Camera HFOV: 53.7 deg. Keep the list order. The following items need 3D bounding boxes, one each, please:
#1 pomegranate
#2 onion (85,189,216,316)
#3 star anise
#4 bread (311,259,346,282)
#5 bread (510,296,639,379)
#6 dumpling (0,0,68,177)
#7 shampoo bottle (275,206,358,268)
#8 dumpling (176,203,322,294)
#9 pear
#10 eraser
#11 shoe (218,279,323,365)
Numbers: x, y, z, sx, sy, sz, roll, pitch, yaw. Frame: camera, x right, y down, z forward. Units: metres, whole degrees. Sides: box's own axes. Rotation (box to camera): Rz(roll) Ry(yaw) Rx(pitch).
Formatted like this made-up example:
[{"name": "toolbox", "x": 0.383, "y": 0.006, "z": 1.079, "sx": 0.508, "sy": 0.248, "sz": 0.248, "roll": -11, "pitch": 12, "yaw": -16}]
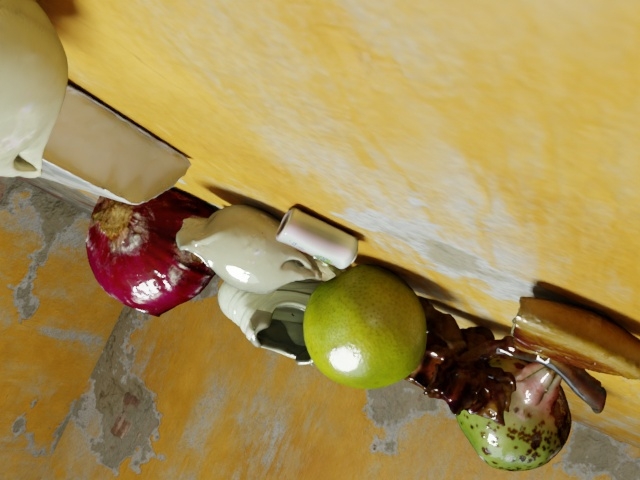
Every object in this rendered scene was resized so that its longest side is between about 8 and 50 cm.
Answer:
[{"name": "pomegranate", "x": 0.358, "y": 0.286, "z": 1.132, "sx": 0.214, "sy": 0.214, "sz": 0.248, "roll": 23, "pitch": 133, "yaw": 4}, {"name": "onion", "x": -0.268, "y": 0.024, "z": 1.064, "sx": 0.206, "sy": 0.206, "sz": 0.216, "roll": 19, "pitch": 171, "yaw": 30}, {"name": "star anise", "x": 0.248, "y": 0.191, "z": 0.961, "sx": 0.346, "sy": 0.148, "sz": 0.237, "roll": 14, "pitch": -171, "yaw": 35}, {"name": "bread", "x": -0.062, "y": 0.021, "z": 1.018, "sx": 0.214, "sy": 0.053, "sz": 0.073, "roll": 22, "pitch": 175, "yaw": 6}, {"name": "bread", "x": 0.233, "y": 0.086, "z": 0.626, "sx": 0.135, "sy": 0.054, "sz": 0.154, "roll": 28, "pitch": 165, "yaw": -36}, {"name": "dumpling", "x": -0.253, "y": -0.136, "z": 0.393, "sx": 0.179, "sy": 0.131, "sz": 0.252, "roll": 47, "pitch": 163, "yaw": 5}, {"name": "shampoo bottle", "x": 0.000, "y": 0.000, "z": 0.755, "sx": 0.099, "sy": 0.043, "sz": 0.072, "roll": 26, "pitch": 171, "yaw": -10}, {"name": "dumpling", "x": -0.093, "y": 0.004, "z": 0.871, "sx": 0.181, "sy": 0.111, "sz": 0.155, "roll": 38, "pitch": -162, "yaw": -24}, {"name": "pear", "x": 0.055, "y": 0.100, "z": 0.894, "sx": 0.166, "sy": 0.216, "sz": 0.180, "roll": -18, "pitch": 172, "yaw": -40}, {"name": "eraser", "x": -0.362, "y": -0.133, "z": 0.779, "sx": 0.396, "sy": 0.082, "sz": 0.213, "roll": 15, "pitch": 167, "yaw": 43}, {"name": "shoe", "x": -0.005, "y": 0.137, "z": 1.029, "sx": 0.316, "sy": 0.124, "sz": 0.159, "roll": 10, "pitch": -153, "yaw": -24}]
